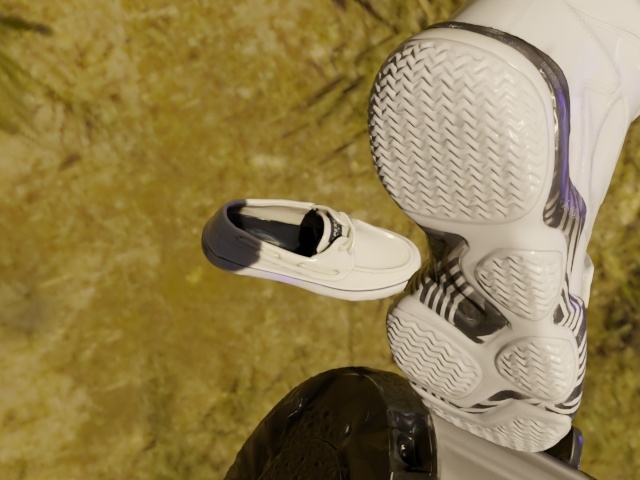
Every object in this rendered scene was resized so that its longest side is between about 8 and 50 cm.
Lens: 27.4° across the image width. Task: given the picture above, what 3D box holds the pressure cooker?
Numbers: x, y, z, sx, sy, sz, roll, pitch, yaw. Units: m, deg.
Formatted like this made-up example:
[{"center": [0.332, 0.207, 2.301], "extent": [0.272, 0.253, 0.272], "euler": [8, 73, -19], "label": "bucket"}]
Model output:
[{"center": [0.121, 0.364, 1.301], "extent": [0.420, 0.375, 0.370], "euler": [29, 114, -24], "label": "pressure cooker"}]

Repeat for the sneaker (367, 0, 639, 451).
[{"center": [0.142, -0.029, 0.846], "extent": [0.210, 0.137, 0.366], "euler": [-51, 147, -31], "label": "sneaker"}]

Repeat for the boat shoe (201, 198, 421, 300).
[{"center": [0.000, 0.000, 1.516], "extent": [0.267, 0.096, 0.088], "euler": [13, 150, -15], "label": "boat shoe"}]
